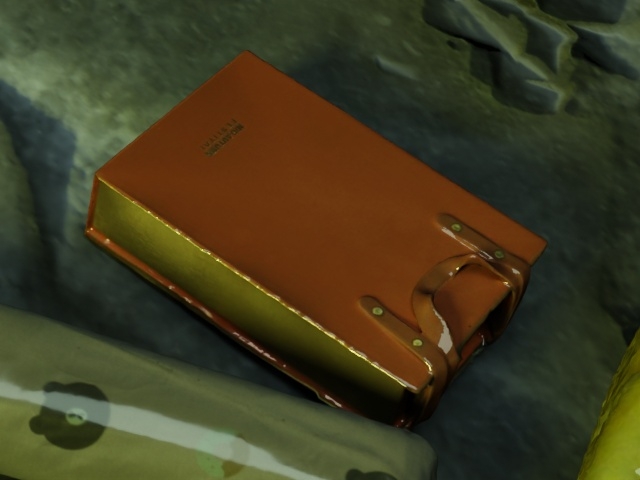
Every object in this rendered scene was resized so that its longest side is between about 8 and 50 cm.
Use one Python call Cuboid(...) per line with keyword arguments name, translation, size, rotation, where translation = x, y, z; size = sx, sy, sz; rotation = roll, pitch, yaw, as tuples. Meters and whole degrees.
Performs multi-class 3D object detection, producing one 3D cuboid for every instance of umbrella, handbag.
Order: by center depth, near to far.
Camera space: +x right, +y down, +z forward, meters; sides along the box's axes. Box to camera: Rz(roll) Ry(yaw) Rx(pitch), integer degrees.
Cuboid(name="umbrella", translation=(-0.114, 0.069, 0.795), size=(0.337, 0.067, 0.073), rotation=(18, 35, -4))
Cuboid(name="handbag", translation=(0.000, 0.000, 0.899), size=(0.190, 0.063, 0.127), rotation=(35, 48, 14))

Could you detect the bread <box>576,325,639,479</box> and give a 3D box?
Cuboid(name="bread", translation=(0.227, 0.105, 0.821), size=(0.233, 0.245, 0.362), rotation=(35, 63, 10))
